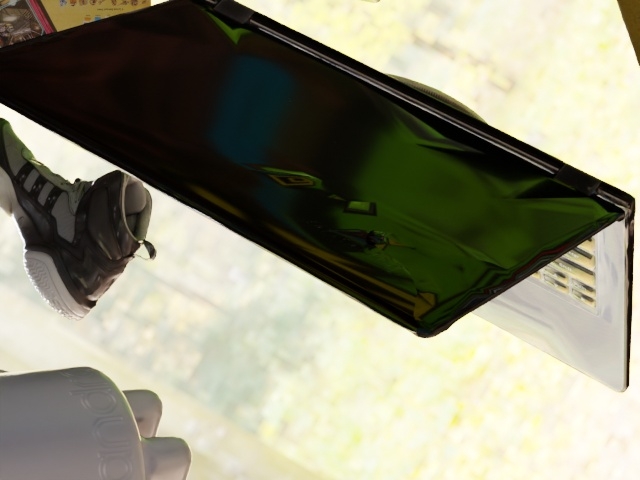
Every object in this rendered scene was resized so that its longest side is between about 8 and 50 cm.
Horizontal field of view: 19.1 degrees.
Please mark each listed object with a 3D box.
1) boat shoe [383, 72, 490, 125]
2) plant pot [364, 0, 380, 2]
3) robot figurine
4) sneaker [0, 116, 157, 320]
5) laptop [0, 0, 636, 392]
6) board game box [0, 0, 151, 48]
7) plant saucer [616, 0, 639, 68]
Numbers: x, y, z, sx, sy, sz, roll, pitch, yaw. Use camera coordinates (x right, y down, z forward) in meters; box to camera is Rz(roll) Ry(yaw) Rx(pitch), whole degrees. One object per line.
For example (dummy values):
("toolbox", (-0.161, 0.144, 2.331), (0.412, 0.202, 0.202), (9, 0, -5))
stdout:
("boat shoe", (0.131, -0.011, 1.578), (0.127, 0.340, 0.113), (-43, 24, 8))
("plant pot", (-0.026, -0.404, 1.963), (0.207, 0.227, 0.228), (-65, -27, -10))
("robot figurine", (-0.300, 0.222, 1.755), (0.300, 0.353, 0.199), (48, 132, 45))
("sneaker", (-0.278, -0.054, 2.111), (0.153, 0.268, 0.101), (-33, -21, 8))
("laptop", (0.000, 0.000, 1.351), (0.236, 0.382, 0.408), (-50, -26, -22))
("board game box", (-0.257, -0.219, 1.670), (0.042, 0.243, 0.165), (15, 106, 48))
("plant saucer", (0.350, -0.286, 1.682), (0.081, 0.333, 0.333), (-22, -8, 37))
